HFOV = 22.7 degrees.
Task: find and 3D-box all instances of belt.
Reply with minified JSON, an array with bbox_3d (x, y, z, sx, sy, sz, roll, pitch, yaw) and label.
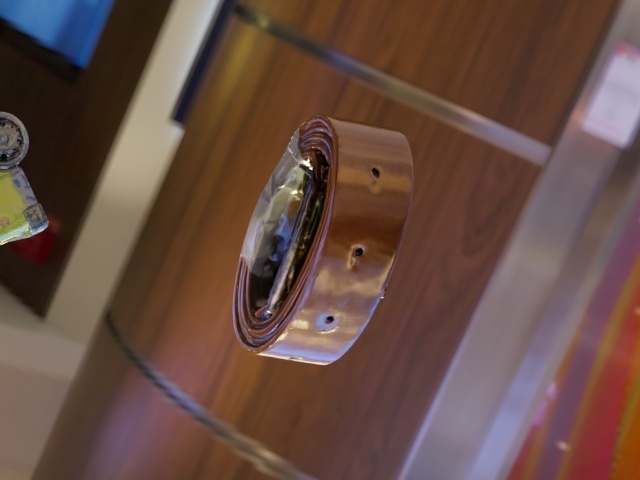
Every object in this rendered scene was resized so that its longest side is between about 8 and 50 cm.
[{"bbox_3d":[0.000,0.000,1.602,0.105,0.261,0.184,10,-161,-26],"label":"belt"}]

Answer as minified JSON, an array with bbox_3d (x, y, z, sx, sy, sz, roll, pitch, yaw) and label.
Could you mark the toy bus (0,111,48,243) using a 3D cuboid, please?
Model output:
[{"bbox_3d":[-0.413,-0.115,1.546,0.190,0.312,0.152,-29,-169,-31],"label":"toy bus"}]
